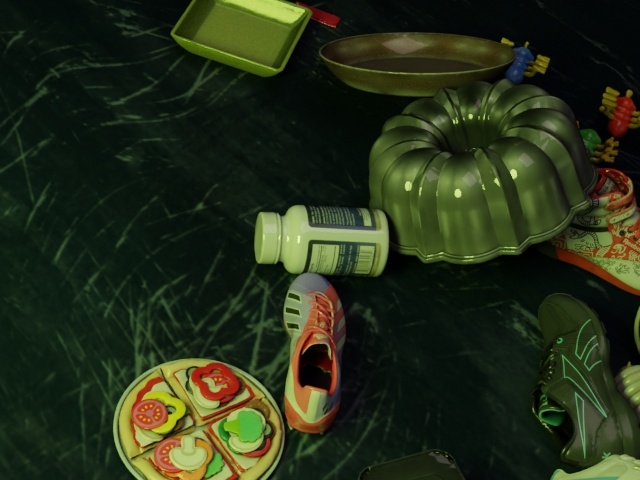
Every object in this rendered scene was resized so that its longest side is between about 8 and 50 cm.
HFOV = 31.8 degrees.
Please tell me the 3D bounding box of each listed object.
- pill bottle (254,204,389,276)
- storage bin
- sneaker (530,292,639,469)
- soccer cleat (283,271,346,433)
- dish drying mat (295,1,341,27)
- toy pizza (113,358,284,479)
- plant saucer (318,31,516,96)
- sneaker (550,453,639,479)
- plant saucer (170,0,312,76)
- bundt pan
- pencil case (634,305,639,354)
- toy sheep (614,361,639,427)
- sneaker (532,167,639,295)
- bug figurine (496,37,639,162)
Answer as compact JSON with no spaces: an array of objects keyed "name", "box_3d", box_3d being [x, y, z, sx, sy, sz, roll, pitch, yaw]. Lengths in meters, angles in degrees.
[{"name":"pill bottle","box_3d":[0.000,0.000,1.509,0.169,0.094,0.094,3,47,-13]},{"name":"storage bin","box_3d":[0.116,0.334,1.231,0.122,0.084,0.180,-10,50,-24]},{"name":"sneaker","box_3d":[0.318,0.174,1.428,0.106,0.101,0.267,-3,46,-12]},{"name":"soccer cleat","box_3d":[-0.005,0.123,1.390,0.083,0.095,0.248,9,46,-6]},{"name":"dish drying mat","box_3d":[-0.008,-0.390,1.939,0.083,0.008,0.032,21,45,5]},{"name":"toy pizza","box_3d":[-0.140,0.214,1.311,0.201,0.032,0.201,8,46,-8]},{"name":"plant saucer","box_3d":[0.152,-0.279,1.778,0.310,0.050,0.310,0,23,0]},{"name":"sneaker","box_3d":[0.375,0.290,1.295,0.228,0.087,0.092,-11,43,11]},{"name":"plant saucer","box_3d":[-0.128,-0.340,1.833,0.188,0.045,0.188,19,46,3]},{"name":"bundt pan","box_3d":[0.213,-0.115,1.560,0.331,0.124,0.331,-12,36,9]},{"name":"pencil case","box_3d":[0.619,0.053,1.567,0.410,0.183,0.160,-26,59,-35]},{"name":"toy sheep","box_3d":[0.417,0.208,1.433,0.091,0.091,0.132,-3,34,-17]},{"name":"sneaker","box_3d":[0.441,-0.013,1.606,0.270,0.145,0.090,21,46,4]},{"name":"bug figurine","box_3d":[0.395,-0.215,1.838,0.279,0.072,0.216,28,52,5]}]
